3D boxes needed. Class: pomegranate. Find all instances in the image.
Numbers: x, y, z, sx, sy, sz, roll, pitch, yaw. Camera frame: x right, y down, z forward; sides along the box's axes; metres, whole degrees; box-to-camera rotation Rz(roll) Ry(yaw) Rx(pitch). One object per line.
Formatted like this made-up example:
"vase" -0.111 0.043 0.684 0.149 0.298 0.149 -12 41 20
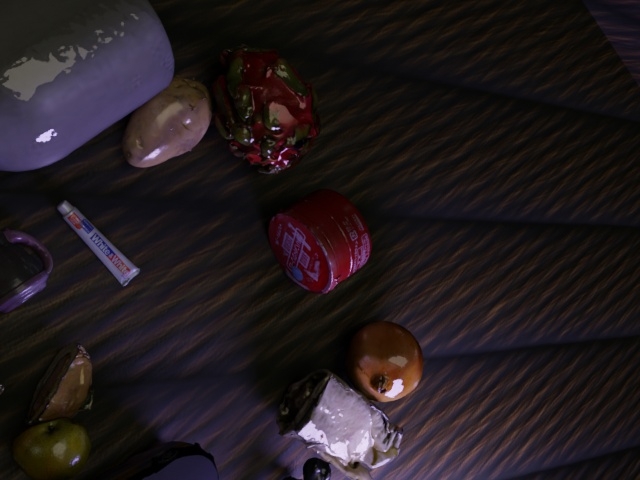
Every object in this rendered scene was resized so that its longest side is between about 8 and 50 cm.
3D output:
"pomegranate" 0.164 0.308 1.772 0.209 0.209 0.209 2 87 -35

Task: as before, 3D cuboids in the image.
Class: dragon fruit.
"dragon fruit" -0.130 -0.299 1.577 0.237 0.231 0.302 -28 102 -14

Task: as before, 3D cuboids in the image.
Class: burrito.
"burrito" 0.051 0.462 1.724 0.332 0.135 0.190 42 75 -29

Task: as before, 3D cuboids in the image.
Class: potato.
"potato" -0.323 -0.257 1.495 0.235 0.128 0.161 -33 127 -34

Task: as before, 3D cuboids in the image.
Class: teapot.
"teapot" -0.585 0.044 1.321 0.148 0.116 0.146 -39 99 -25

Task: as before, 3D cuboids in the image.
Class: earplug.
"earplug" -0.510 -0.306 1.274 0.394 0.313 0.312 -45 112 -24

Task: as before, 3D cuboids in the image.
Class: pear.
"pear" -0.507 0.409 1.330 0.141 0.141 0.104 -8 53 -35

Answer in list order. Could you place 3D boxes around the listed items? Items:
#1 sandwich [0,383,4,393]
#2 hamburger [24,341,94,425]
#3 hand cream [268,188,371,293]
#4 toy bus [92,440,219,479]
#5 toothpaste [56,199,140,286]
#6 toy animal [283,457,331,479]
"sandwich" -0.685 0.281 1.186 0.155 0.198 0.227 51 62 -22
"hamburger" -0.504 0.299 1.387 0.102 0.087 0.176 49 51 -41
"hand cream" 0.000 0.000 1.658 0.149 0.230 0.230 -31 105 -30
"toy bus" -0.397 0.534 1.394 0.386 0.162 0.171 -23 103 -33
"toothpaste" -0.464 0.004 1.456 0.052 0.033 0.218 -48 118 -22
"toy animal" -0.058 0.683 1.624 0.106 0.168 0.343 18 66 -31
